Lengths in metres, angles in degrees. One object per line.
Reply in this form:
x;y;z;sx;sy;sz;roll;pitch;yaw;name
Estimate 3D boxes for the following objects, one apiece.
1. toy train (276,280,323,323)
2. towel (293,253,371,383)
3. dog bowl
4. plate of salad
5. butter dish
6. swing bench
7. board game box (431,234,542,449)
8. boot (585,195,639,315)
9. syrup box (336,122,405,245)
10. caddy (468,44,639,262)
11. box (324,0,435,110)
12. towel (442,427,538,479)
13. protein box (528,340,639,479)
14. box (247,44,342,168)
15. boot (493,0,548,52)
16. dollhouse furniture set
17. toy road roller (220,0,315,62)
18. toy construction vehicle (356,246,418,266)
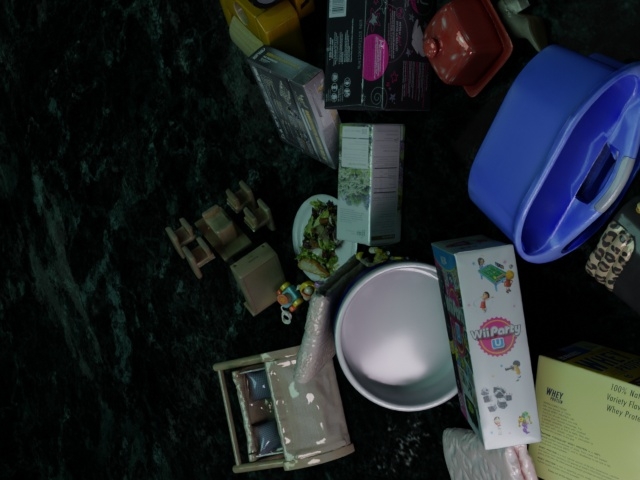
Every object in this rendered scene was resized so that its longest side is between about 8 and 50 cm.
-0.035;0.151;1.797;0.166;0.046;0.125;1;105;35;toy train
0.023;0.145;1.608;0.049;0.282;0.187;18;110;16;towel
0.155;0.166;1.476;0.104;0.264;0.265;-123;29;-86;dog bowl
0.000;0.000;1.767;0.199;0.048;0.200;8;100;46;plate of salad
0.231;-0.341;1.412;0.160;0.118;0.160;67;155;15;butter dish
-0.084;0.370;1.819;0.254;0.165;0.253;-19;81;45;swing bench
0.264;0.152;1.317;0.224;0.097;0.303;-103;4;-86;board game box
0.564;0.015;1.129;0.284;0.138;0.377;50;133;30;boot
0.099;-0.113;1.614;0.093;0.096;0.237;10;103;47;syrup box
0.382;-0.125;1.219;0.179;0.241;0.341;48;127;39;caddy
0.110;-0.368;1.536;0.163;0.142;0.247;10;102;46;box
0.316;0.480;1.394;0.332;0.053;0.317;135;119;-75;towel
0.451;0.286;1.274;0.199;0.136;0.201;14;106;45;protein box
-0.041;-0.273;1.674;0.183;0.056;0.231;32;157;39;box
0.333;-0.358;1.384;0.087;0.042;0.118;-23;77;52;boot
-0.191;0.028;1.871;0.242;0.212;0.161;46;163;33;dollhouse furniture set
-0.079;-0.534;1.707;0.202;0.240;0.329;49;164;30;toy road roller
0.130;0.041;1.610;0.086;0.098;0.035;0;73;64;toy construction vehicle
